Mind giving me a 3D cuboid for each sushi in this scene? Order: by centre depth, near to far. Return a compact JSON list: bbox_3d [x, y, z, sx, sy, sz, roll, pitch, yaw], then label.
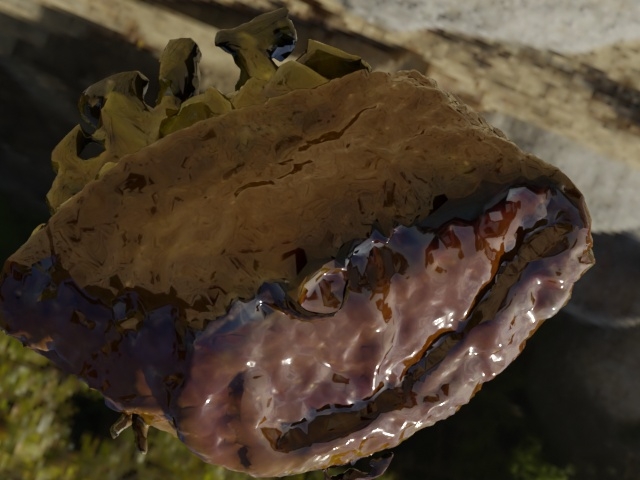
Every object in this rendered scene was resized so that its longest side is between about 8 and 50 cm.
[{"bbox_3d":[-0.003,0.000,0.664,0.179,0.296,0.167,47,158,52],"label":"sushi"}]
